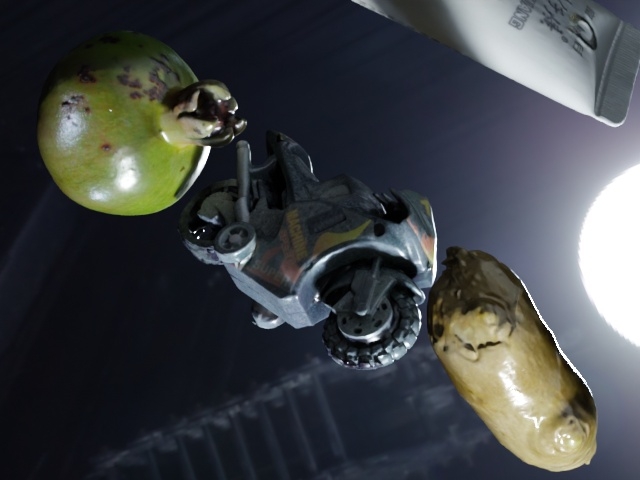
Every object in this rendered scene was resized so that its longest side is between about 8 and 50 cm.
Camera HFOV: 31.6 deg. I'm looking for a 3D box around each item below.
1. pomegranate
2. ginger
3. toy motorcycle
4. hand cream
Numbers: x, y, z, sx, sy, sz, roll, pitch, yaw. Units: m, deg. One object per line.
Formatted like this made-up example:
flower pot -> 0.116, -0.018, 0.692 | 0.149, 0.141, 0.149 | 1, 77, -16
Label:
pomegranate -> -0.172, -0.103, 1.108 | 0.210, 0.179, 0.179 | 28, -175, 23
ginger -> 0.126, 0.087, 0.714 | 0.190, 0.069, 0.095 | 54, -154, -23
toy motorcycle -> 0.000, 0.000, 1.026 | 0.307, 0.173, 0.108 | 34, 160, 41
hand cream -> 0.101, -0.188, 0.864 | 0.314, 0.089, 0.139 | 27, -135, -3
